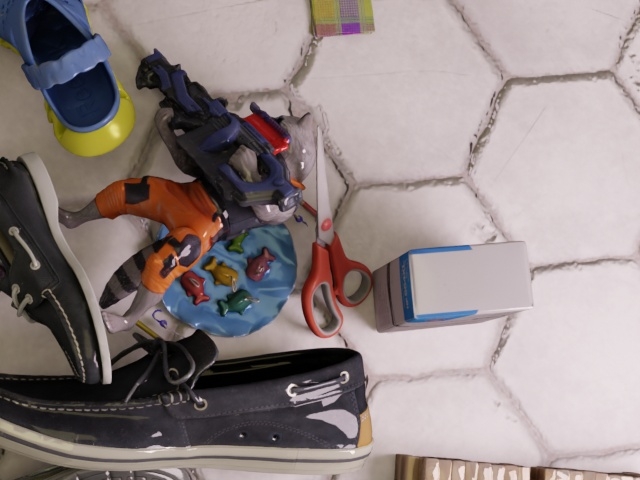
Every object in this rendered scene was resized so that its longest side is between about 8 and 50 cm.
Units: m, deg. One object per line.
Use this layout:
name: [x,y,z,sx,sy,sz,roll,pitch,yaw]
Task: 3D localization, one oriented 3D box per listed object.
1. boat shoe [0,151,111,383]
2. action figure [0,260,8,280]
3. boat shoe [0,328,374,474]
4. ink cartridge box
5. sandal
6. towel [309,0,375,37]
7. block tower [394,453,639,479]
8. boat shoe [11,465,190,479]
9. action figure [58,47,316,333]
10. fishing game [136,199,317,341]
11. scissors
boat shoe: [-0.316,0.039,1.683,0.091,0.114,0.303,-16,58,-21]
action figure: [-0.449,0.018,1.770,0.185,0.099,0.285,43,84,-18]
boat shoe: [-0.172,0.180,1.762,0.500,0.187,0.156,4,99,-17]
ink cartridge box: [0.155,0.059,1.836,0.148,0.203,0.086,-5,84,-12]
sandal: [-0.322,-0.254,1.776,0.126,0.138,0.317,-33,67,-11]
towel: [0.027,-0.292,1.943,0.083,0.009,0.060,-6,85,-12]
block tower: [0.264,0.327,1.888,0.335,0.091,0.097,5,84,-10]
boat shoe: [-0.311,0.316,1.773,0.320,0.103,0.118,-15,107,-13]
action figure: [-0.157,-0.069,1.811,0.330,0.178,0.341,-28,47,-7]
fishing game: [-0.117,0.027,1.869,0.189,0.041,0.264,42,78,-6]
scissors: [0.000,0.000,1.808,0.109,0.297,0.021,-39,48,-20]
